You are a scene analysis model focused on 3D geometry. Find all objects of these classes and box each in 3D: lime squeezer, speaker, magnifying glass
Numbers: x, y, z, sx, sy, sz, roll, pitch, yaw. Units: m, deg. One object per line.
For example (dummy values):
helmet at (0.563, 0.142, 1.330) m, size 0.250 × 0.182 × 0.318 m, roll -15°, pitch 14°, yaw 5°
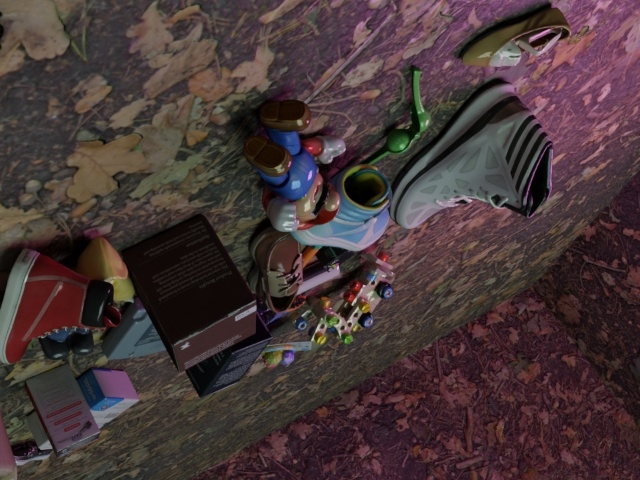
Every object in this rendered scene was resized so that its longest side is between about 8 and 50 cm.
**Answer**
lime squeezer at (0.150, -0.211, 1.504) m, size 0.109 × 0.059 × 0.310 m, roll -17°, pitch 155°, yaw -39°
speaker at (-0.022, 0.090, 1.934) m, size 0.136 × 0.055 × 0.055 m, roll -24°, pitch 158°, yaw -23°
magnifying glass at (0.000, 0.000, 1.805) m, size 0.092 × 0.026 × 0.231 m, roll -10°, pitch 151°, yaw -47°

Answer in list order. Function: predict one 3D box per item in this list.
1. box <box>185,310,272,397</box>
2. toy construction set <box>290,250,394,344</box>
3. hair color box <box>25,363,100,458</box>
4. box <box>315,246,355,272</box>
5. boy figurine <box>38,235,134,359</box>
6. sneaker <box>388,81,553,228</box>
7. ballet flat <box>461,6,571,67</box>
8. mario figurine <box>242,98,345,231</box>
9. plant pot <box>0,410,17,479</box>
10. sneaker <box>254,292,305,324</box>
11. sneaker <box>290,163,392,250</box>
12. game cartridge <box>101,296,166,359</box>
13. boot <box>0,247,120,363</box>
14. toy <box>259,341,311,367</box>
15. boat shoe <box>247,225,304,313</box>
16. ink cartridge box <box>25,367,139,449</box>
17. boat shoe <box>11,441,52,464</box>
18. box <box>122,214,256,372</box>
box at (-0.215, 0.211, 1.628) m, size 0.108 × 0.153 × 0.207 m, roll -17°, pitch 155°, yaw -39°
toy construction set at (0.087, 0.154, 2.144) m, size 0.215 × 0.151 × 0.328 m, roll 29°, pitch 110°, yaw -40°
hair color box at (-0.534, 0.351, 1.590) m, size 0.093 × 0.167 × 0.053 m, roll -21°, pitch 157°, yaw -30°
box at (0.034, 0.030, 1.883) m, size 0.083 × 0.052 × 0.062 m, roll -35°, pitch 160°, yaw 2°
boy figurine at (-0.397, 0.097, 1.329) m, size 0.177 × 0.092 × 0.285 m, roll -3°, pitch 147°, yaw -40°
sneaker at (0.339, -0.111, 1.723) m, size 0.169 × 0.258 × 0.447 m, roll -14°, pitch 153°, yaw -42°
ballet flat at (0.375, -0.373, 1.449) m, size 0.232 × 0.073 × 0.080 m, roll -28°, pitch 159°, yaw -14°
mario figurine at (-0.021, -0.107, 1.323) m, size 0.198 × 0.170 × 0.320 m, roll -34°, pitch 159°, yaw -4°
plant pot at (-0.587, 0.248, 1.073) m, size 0.333 × 0.306 × 0.334 m, roll -29°, pitch 159°, yaw -12°
sneaker at (-0.140, 0.179, 1.929) m, size 0.221 × 0.083 × 0.087 m, roll -15°, pitch 162°, yaw -33°
sneaker at (0.096, -0.070, 1.592) m, size 0.208 × 0.127 × 0.319 m, roll -30°, pitch 166°, yaw 35°
game cartridge at (-0.321, 0.173, 1.675) m, size 0.297 × 0.062 × 0.198 m, roll -9°, pitch 153°, yaw -49°
boot at (-0.421, 0.137, 1.234) m, size 0.176 × 0.088 × 0.244 m, roll 23°, pitch 128°, yaw -12°
toy at (-0.142, 0.324, 2.142) m, size 0.237 × 0.056 × 0.137 m, roll -2°, pitch 164°, yaw -2°
boat shoe at (-0.082, 0.062, 1.686) m, size 0.123 × 0.116 × 0.324 m, roll -27°, pitch 159°, yaw -18°
ink cartridge box at (-0.547, 0.388, 1.774) m, size 0.203 × 0.086 × 0.148 m, roll -35°, pitch 161°, yaw 7°
boat shoe at (-0.712, 0.514, 1.883) m, size 0.040 × 0.049 × 0.142 m, roll -56°, pitch 158°, yaw 7°
box at (-0.237, 0.098, 1.411) m, size 0.168 × 0.203 × 0.167 m, roll -26°, pitch 159°, yaw -17°
